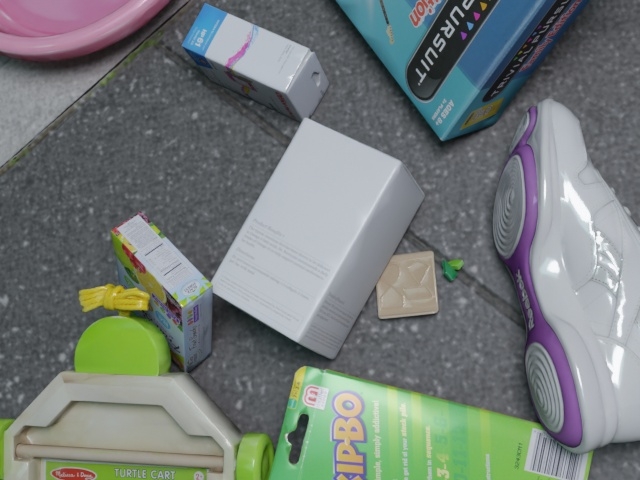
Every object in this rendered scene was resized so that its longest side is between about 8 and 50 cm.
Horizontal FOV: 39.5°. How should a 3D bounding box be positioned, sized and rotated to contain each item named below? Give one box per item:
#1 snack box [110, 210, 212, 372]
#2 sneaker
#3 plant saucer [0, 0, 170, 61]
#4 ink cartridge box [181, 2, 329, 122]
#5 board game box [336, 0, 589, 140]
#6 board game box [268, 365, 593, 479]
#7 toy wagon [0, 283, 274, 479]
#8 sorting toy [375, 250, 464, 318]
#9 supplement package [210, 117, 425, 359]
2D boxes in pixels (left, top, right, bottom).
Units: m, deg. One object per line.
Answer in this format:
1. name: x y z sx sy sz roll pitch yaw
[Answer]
1. snack box: -0.143 0.051 0.817 0.037 0.141 0.100 -36 69 -25
2. sneaker: 0.238 0.024 0.768 0.152 0.114 0.305 -4 74 -10
3. plant saucer: -0.267 -0.341 0.967 0.332 0.084 0.332 -3 76 13
4. ink cartridge box: -0.061 -0.172 0.875 0.122 0.088 0.052 26 84 17
5. board game box: 0.094 -0.299 0.788 0.079 0.254 0.336 -21 68 -34
6. board game box: 0.091 0.195 0.756 0.259 0.039 0.124 14 80 0
7. toy wagon: -0.172 0.211 0.795 0.267 0.068 0.344 0 88 13
8. sorting toy: 0.093 0.040 0.830 0.083 0.012 0.062 -7 71 15
9. supplement package: 0.000 0.000 0.809 0.105 0.105 0.179 28 85 25
